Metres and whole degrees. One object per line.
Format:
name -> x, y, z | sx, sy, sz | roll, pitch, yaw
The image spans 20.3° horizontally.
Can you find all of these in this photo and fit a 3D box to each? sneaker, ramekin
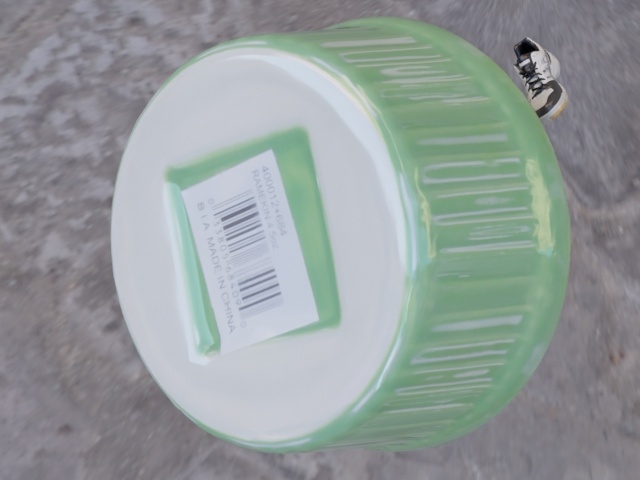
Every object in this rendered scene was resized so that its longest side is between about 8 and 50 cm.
sneaker -> 0.153, -0.114, 1.275 | 0.032, 0.083, 0.037 | -38, 118, 21
ramekin -> 0.000, 0.000, 1.193 | 0.303, 0.148, 0.303 | 4, 96, 39
